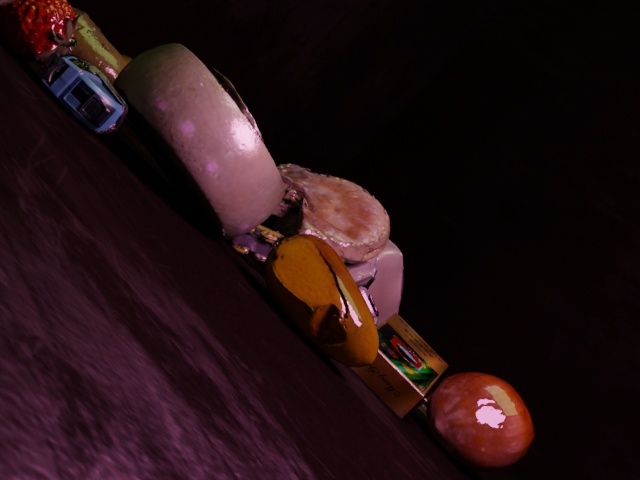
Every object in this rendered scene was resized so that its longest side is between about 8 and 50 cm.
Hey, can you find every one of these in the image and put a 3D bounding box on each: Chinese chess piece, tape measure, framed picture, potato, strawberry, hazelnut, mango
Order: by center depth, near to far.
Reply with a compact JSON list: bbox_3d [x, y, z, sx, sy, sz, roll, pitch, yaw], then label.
[{"bbox_3d":[-0.362,-0.229,1.636,0.146,0.081,0.125,45,5,-6],"label":"tape measure"},{"bbox_3d":[-0.451,-0.346,1.664,0.148,0.131,0.131,53,4,17],"label":"strawberry"},{"bbox_3d":[0.004,0.099,1.710,0.262,0.130,0.167,54,3,42],"label":"mango"},{"bbox_3d":[-0.202,-0.169,1.785,0.349,0.146,0.349,51,-10,12],"label":"Chinese chess piece"},{"bbox_3d":[-0.438,-0.336,1.998,0.251,0.113,0.149,53,-9,-22],"label":"potato"},{"bbox_3d":[0.299,0.347,2.021,0.214,0.176,0.214,16,20,-6],"label":"hazelnut"},{"bbox_3d":[0.201,0.348,2.236,0.150,0.015,0.203,44,1,-18],"label":"framed picture"}]

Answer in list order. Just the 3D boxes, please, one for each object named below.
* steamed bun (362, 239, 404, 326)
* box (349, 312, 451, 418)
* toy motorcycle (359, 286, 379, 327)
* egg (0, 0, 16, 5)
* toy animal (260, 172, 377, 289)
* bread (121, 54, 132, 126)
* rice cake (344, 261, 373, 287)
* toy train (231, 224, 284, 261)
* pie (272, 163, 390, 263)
[{"bbox_3d":[0.093,0.107,2.494,0.146,0.164,0.242,44,-41,45],"label":"steamed bun"},{"bbox_3d":[0.147,0.229,1.959,0.159,0.071,0.240,47,18,7],"label":"box"},{"bbox_3d":[0.055,0.151,2.106,0.215,0.122,0.080,59,-21,3],"label":"toy motorcycle"},{"bbox_3d":[-0.477,-0.443,1.422,0.289,0.238,0.238,36,-3,31],"label":"egg"},{"bbox_3d":[0.000,0.000,2.316,0.251,0.251,0.310,43,11,-35],"label":"toy animal"},{"bbox_3d":[-0.347,-0.266,2.334,0.383,0.112,0.166,44,1,-29],"label":"bread"},{"bbox_3d":[0.018,0.081,2.001,0.057,0.052,0.256,33,26,23],"label":"rice cake"},{"bbox_3d":[-0.069,0.020,1.925,0.202,0.060,0.081,24,15,6],"label":"toy train"},{"bbox_3d":[0.001,-0.059,2.111,0.337,0.075,0.337,18,24,-8],"label":"pie"}]
